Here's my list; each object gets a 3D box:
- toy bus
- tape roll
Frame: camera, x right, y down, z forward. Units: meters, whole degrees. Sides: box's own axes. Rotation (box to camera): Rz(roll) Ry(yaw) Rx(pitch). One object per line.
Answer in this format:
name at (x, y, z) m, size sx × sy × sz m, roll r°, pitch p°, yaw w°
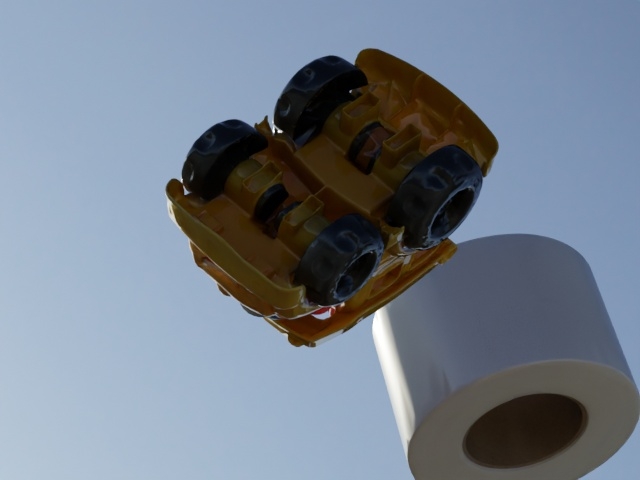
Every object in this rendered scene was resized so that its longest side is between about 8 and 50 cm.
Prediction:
toy bus at (0.000, 0.000, 1.297) m, size 0.149 × 0.220 × 0.211 m, roll 41°, pitch -34°, yaw 23°
tape roll at (0.188, 0.133, 1.845) m, size 0.246 × 0.169 × 0.246 m, roll -8°, pitch -40°, yaw -7°
